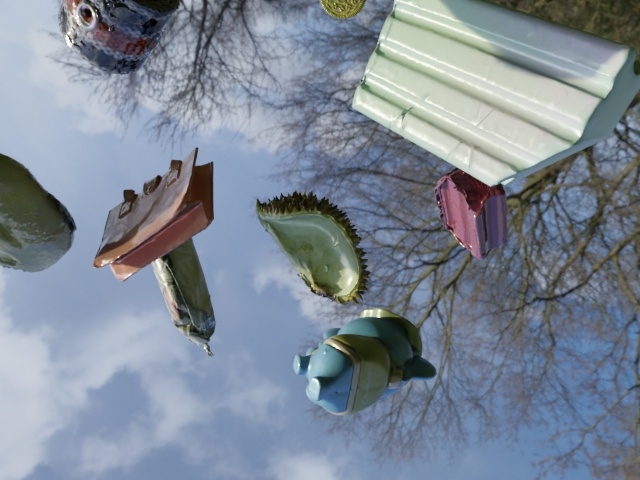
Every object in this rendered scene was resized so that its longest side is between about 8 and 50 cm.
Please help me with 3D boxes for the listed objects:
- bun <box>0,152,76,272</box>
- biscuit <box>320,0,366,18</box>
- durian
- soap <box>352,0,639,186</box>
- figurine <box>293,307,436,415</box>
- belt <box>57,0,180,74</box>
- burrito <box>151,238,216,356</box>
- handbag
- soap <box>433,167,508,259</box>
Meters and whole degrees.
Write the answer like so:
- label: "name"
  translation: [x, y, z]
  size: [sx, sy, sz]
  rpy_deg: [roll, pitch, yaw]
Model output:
- label: "bun"
  translation: [-0.535, -0.044, 0.801]
  size: [0.239, 0.239, 0.141]
  rpy_deg: [32, -127, 3]
- label: "biscuit"
  translation: [0.039, -0.418, 0.819]
  size: [0.084, 0.084, 0.023]
  rpy_deg: [26, -143, -5]
- label: "durian"
  translation: [0.000, 0.000, 0.874]
  size: [0.252, 0.139, 0.144]
  rpy_deg: [55, -171, -9]
- label: "soap"
  translation: [0.187, -0.178, 0.574]
  size: [0.095, 0.173, 0.289]
  rpy_deg: [-2, -146, -47]
- label: "figurine"
  translation: [0.057, 0.191, 0.781]
  size: [0.262, 0.180, 0.153]
  rpy_deg: [-1, -103, -40]
- label: "belt"
  translation: [-0.213, -0.319, 0.534]
  size: [0.126, 0.094, 0.359]
  rpy_deg: [27, -141, -45]
- label: "burrito"
  translation: [-0.352, 0.080, 1.215]
  size: [0.139, 0.101, 0.445]
  rpy_deg: [16, -133, -63]
- label: "handbag"
  translation: [-0.264, -0.043, 0.774]
  size: [0.059, 0.212, 0.157]
  rpy_deg: [41, -151, -41]
- label: "soap"
  translation: [0.326, -0.078, 1.062]
  size: [0.162, 0.099, 0.250]
  rpy_deg: [61, -177, 35]
